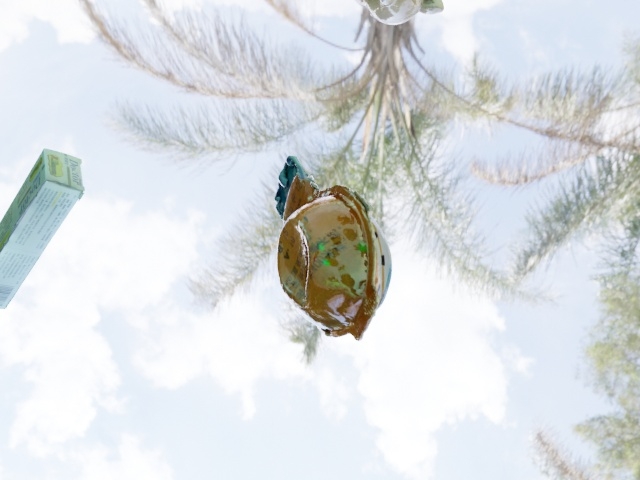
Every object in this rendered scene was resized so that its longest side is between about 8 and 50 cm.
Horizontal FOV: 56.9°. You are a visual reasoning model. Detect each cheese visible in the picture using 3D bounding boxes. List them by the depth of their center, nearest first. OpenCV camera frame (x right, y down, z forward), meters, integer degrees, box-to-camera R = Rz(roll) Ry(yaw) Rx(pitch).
[{"bbox_3d":[0.000,0.000,0.836,0.129,0.217,0.329,2,-145,-28],"label":"cheese"}]

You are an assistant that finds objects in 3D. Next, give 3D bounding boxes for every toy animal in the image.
[{"bbox_3d":[0.072,-0.310,0.675,0.083,0.089,0.150,-24,-102,-6],"label":"toy animal"}]

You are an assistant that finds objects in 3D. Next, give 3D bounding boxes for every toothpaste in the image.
[{"bbox_3d":[-0.259,-0.005,0.514,0.164,0.034,0.046,-46,-133,25],"label":"toothpaste"}]
